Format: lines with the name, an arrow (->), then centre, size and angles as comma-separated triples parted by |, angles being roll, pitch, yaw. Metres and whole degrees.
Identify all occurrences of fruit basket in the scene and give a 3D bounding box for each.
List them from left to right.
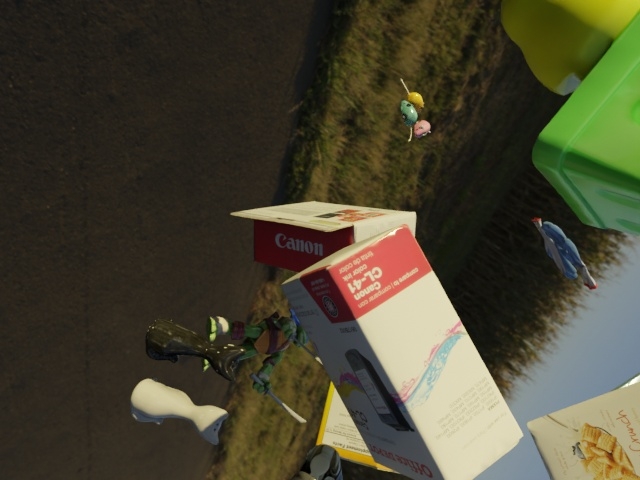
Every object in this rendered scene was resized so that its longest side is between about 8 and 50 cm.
fruit basket -> 0.394, -0.215, 0.675 | 0.283, 0.392, 0.392 | 28, 99, -44

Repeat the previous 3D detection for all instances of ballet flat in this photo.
ballet flat -> 0.001, 0.338, 0.803 | 0.074, 0.074, 0.203 | -54, 166, 2

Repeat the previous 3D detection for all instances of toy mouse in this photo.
toy mouse -> 0.239, -0.302, 1.371 | 0.161, 0.031, 0.143 | 46, 45, -37

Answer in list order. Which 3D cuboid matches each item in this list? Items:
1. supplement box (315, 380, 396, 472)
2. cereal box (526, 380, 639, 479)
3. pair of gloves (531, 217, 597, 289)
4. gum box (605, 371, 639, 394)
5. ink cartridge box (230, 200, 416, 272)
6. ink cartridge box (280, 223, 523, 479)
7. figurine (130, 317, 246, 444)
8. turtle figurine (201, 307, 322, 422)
supplement box -> 0.149, 0.433, 1.528 | 0.195, 0.194, 0.356 | 39, 60, -50
cereal box -> 0.455, 0.316, 0.820 | 0.240, 0.173, 0.047 | -34, 147, 28
pair of gloves -> 0.491, 0.023, 1.131 | 0.023, 0.159, 0.198 | -34, -178, 7
gum box -> 0.853, 0.426, 1.422 | 0.184, 0.157, 0.041 | -25, 160, -14
ink cartridge box -> 0.000, 0.000, 1.188 | 0.272, 0.310, 0.130 | -11, 105, -44
ink cartridge box -> 0.093, 0.153, 0.743 | 0.131, 0.306, 0.226 | -27, 179, -22
figurine -> -0.266, 0.289, 1.126 | 0.092, 0.210, 0.214 | 15, 89, -70
turtle figurine -> -0.133, 0.269, 1.290 | 0.266, 0.274, 0.198 | 5, 149, -21
